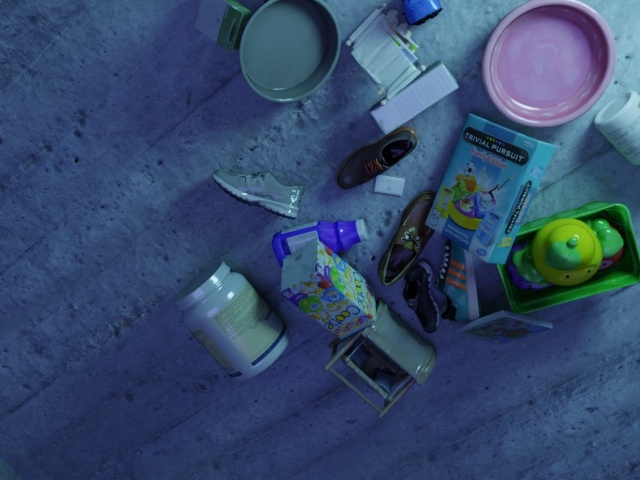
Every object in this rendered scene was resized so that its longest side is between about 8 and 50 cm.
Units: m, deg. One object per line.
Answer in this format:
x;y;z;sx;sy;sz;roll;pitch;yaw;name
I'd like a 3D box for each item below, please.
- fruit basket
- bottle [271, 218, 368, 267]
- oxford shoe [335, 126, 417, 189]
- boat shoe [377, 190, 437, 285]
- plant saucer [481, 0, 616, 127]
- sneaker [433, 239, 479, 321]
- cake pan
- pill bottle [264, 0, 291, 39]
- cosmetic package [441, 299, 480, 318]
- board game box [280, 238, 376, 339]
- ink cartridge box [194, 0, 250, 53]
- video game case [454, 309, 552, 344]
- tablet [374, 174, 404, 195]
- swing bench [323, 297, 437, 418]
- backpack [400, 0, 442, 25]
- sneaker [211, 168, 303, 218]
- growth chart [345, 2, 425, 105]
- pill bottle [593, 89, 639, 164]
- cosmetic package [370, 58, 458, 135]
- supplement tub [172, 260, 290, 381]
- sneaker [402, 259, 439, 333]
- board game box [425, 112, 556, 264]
0.664;0.048;1.805;0.393;0.392;0.282;-18;108;14;fruit basket
0.000;0.000;2.020;0.283;0.092;0.118;-15;115;13;bottle
0.151;-0.227;1.904;0.271;0.098;0.097;-35;103;19;oxford shoe
0.267;0.003;1.978;0.111;0.104;0.307;24;112;0;boat shoe
0.589;-0.465;1.758;0.333;0.084;0.331;3;112;7;plant saucer
0.389;0.096;1.977;0.121;0.108;0.301;-8;95;9;sneaker
-0.086;-0.510;1.772;0.294;0.054;0.293;-16;129;-21;cake pan
-0.108;-0.615;1.790;0.086;0.086;0.151;5;113;6;pill bottle
0.432;0.211;2.066;0.115;0.060;0.041;-1;110;10;cosmetic package
0.027;0.149;1.993;0.144;0.142;0.275;-32;126;27;board game box
-0.247;-0.575;1.770;0.209;0.062;0.108;43;120;39;ink cartridge box
0.539;0.261;1.992;0.194;0.023;0.212;15;152;-26;video game case
0.202;-0.162;1.974;0.084;0.006;0.054;10;113;4;tablet
0.190;0.366;2.105;0.253;0.165;0.254;41;111;-9;swing bench
0.252;-0.606;1.726;0.098;0.120;0.101;-30;105;18;backpack
-0.185;-0.159;1.997;0.282;0.105;0.115;22;83;1;sneaker
0.173;-0.496;1.774;0.172;0.021;0.237;-34;74;17;growth chart
0.848;-0.274;1.774;0.229;0.131;0.131;42;111;-10;pill bottle
0.252;-0.387;1.817;0.231;0.117;0.085;-33;102;20;cosmetic package
-0.276;0.247;2.080;0.236;0.235;0.324;-34;104;19;supplement tub
0.297;0.184;2.041;0.078;0.106;0.234;11;118;51;sneaker
0.444;-0.141;1.803;0.079;0.254;0.335;6;111;-38;board game box
